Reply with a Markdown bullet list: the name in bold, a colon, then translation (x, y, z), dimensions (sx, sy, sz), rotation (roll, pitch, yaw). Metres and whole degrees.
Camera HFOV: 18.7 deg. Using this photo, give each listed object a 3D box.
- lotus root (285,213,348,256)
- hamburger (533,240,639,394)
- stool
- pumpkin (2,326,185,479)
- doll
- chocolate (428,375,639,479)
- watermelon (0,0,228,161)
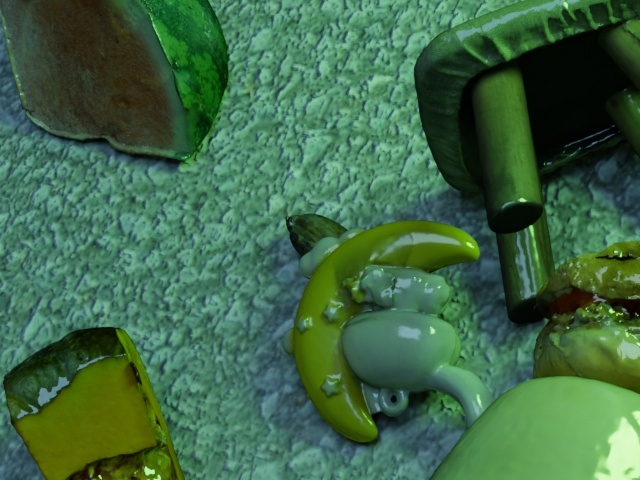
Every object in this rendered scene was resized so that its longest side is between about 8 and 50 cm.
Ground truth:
- **lotus root**: translation (0.000, 0.000, 2.153), dimensions (0.099, 0.049, 0.054), rotation (34, 91, 34)
- **hamburger**: translation (0.318, 0.102, 1.893), dimensions (0.244, 0.244, 0.163), rotation (-4, 70, 13)
- **stool**: translation (0.277, -0.095, 2.000), dimensions (0.310, 0.310, 0.226), rotation (-19, 62, 3)
- **pumpkin**: translation (-0.216, 0.222, 1.971), dimensions (0.139, 0.190, 0.280), rotation (-24, 54, -3)
- **doll**: translation (0.075, 0.098, 2.026), dimensions (0.252, 0.111, 0.237), rotation (-3, 72, 24)
- **chocolate**: translation (0.240, 0.267, 1.732), dimensions (0.314, 0.326, 0.297), rotation (41, 70, -12)
- **watermelon**: translation (-0.261, -0.287, 2.326), dimensions (0.292, 0.222, 0.319), rotation (5, 57, 23)
